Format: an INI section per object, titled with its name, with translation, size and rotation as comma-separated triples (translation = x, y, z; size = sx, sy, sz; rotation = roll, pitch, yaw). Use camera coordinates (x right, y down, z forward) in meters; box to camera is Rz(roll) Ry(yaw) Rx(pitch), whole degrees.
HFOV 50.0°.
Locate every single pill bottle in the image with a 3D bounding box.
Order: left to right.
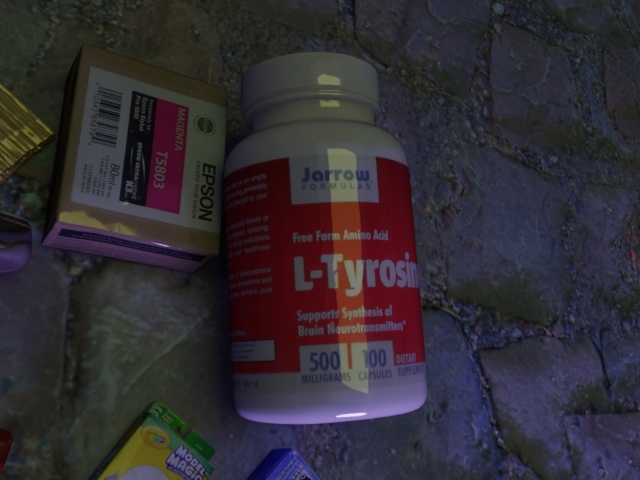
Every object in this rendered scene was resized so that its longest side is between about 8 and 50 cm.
[pill bottle]
translation = 0.000, 0.000, 0.828
size = 0.229, 0.229, 0.408
rotation = 1, 81, -33

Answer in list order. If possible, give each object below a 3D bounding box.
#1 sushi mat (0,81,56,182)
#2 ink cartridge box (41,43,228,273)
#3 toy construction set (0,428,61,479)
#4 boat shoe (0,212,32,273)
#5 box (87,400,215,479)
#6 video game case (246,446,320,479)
[sushi mat]
translation = -0.460, -0.184, 0.750
size = 0.316, 0.019, 0.151
rotation = 45, 56, -12
[ink cartridge box]
translation = -0.218, -0.095, 0.836
size = 0.193, 0.088, 0.235
rotation = 11, 66, -29
[toy construction set]
translation = -0.333, 0.322, 0.517
size = 0.257, 0.237, 0.309
rotation = 24, 16, -1
[boat shoe]
translation = -0.446, -0.067, 0.646
size = 0.355, 0.132, 0.130
rotation = 21, 65, -27
[box]
translation = -0.194, 0.272, 0.747
size = 0.105, 0.043, 0.179
rotation = 45, 53, -13
[video game case]
translation = -0.049, 0.421, 0.777
size = 0.244, 0.061, 0.269
rotation = 53, 53, -8
